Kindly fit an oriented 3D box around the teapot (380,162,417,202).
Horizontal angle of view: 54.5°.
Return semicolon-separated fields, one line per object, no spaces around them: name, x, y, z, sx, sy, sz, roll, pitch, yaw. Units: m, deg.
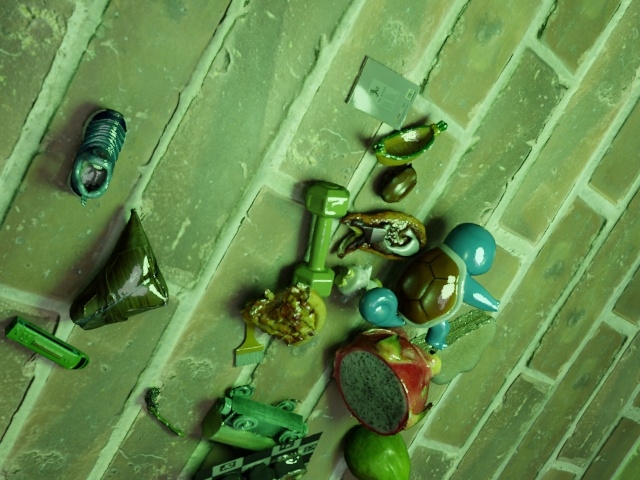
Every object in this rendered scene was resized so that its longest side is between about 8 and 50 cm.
teapot;0.207;-0.158;1.670;0.129;0.078;0.098;-42;165;-16

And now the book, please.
book;0.161;-0.370;1.583;0.182;0.014;0.127;19;102;-32

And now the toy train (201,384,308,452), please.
toy train;-0.182;0.513;1.752;0.308;0.126;0.189;29;127;-34

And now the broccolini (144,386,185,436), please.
broccolini;-0.417;0.461;1.648;0.052;0.054;0.194;-11;128;11

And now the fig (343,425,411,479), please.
fig;0.201;0.693;1.912;0.206;0.275;0.206;-10;114;-22

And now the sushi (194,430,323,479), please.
sushi;-0.167;0.696;1.756;0.373;0.100;0.296;-11;144;-23

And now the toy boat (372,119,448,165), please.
toy boat;0.226;-0.255;1.614;0.230;0.089;0.088;-22;157;-24

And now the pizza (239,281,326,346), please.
pizza;-0.098;0.203;1.613;0.229;0.081;0.289;7;146;-6

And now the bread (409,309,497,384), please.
bread;0.416;0.354;1.980;0.338;0.102;0.183;-22;124;-20

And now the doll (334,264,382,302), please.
doll;0.109;0.126;1.718;0.129;0.081;0.207;-54;138;5

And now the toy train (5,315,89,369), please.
toy train;-0.624;0.250;1.440;0.044;0.042;0.209;-48;123;0

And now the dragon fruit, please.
dragon fruit;0.206;0.382;1.781;0.226;0.306;0.305;-21;122;-43

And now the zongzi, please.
zongzi;-0.478;0.072;1.402;0.221;0.112;0.242;-21;112;-17

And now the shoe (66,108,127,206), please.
shoe;-0.462;-0.173;1.301;0.092;0.106;0.207;19;97;-33

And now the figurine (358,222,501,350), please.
figurine;0.304;0.129;1.709;0.416;0.298;0.243;-33;122;-6

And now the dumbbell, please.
dumbbell;0.000;0.000;1.607;0.108;0.121;0.301;-18;122;-53

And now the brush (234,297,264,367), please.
brush;-0.190;0.248;1.678;0.083;0.011;0.205;-6;113;-25

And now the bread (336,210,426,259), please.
bread;0.169;-0.016;1.705;0.269;0.095;0.139;4;108;-13
